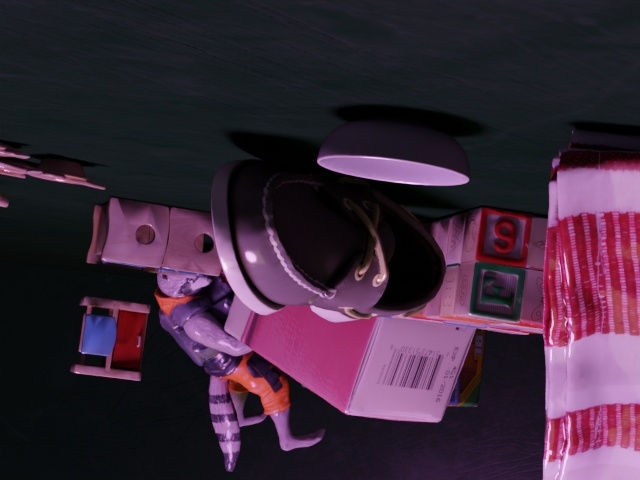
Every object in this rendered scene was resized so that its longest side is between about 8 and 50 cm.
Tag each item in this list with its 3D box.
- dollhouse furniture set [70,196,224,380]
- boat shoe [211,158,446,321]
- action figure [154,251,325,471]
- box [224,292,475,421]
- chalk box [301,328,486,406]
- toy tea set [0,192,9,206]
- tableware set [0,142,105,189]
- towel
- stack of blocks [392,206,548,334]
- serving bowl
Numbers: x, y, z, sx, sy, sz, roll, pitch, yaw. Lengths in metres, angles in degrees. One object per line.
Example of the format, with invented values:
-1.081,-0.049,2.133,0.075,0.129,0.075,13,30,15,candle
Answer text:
-0.182,0.058,1.444,0.128,0.184,0.129,9,175,-17,dollhouse furniture set
0.012,0.002,0.971,0.091,0.109,0.305,-6,169,19,boat shoe
-0.124,0.157,1.891,0.178,0.330,0.341,-32,-162,-10,action figure
0.029,0.091,1.472,0.148,0.127,0.232,11,-168,-41,box
0.095,0.121,1.798,0.179,0.180,0.289,6,176,24,chalk box
-0.406,-0.011,1.219,0.200,0.124,0.336,13,179,32,toy tea set
-0.270,-0.063,1.118,0.141,0.020,0.168,12,173,-43,tableware set
0.237,0.099,0.731,0.237,0.329,0.037,6,-146,16,towel
0.173,0.037,1.206,0.171,0.087,0.297,8,175,-11,stack of blocks
0.041,-0.050,0.734,0.083,0.027,0.083,7,176,1,serving bowl
